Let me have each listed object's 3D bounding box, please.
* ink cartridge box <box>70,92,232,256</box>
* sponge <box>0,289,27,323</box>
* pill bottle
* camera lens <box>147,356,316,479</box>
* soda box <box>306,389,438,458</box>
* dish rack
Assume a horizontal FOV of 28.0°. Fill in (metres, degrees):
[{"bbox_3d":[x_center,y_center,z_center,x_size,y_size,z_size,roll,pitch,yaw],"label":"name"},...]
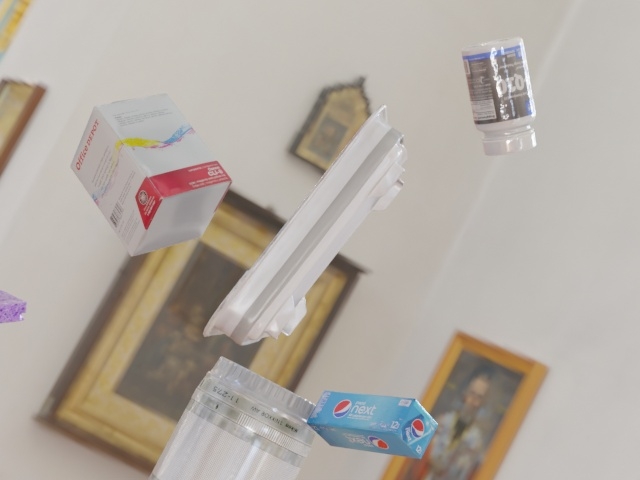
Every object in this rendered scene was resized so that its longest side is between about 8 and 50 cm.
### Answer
[{"bbox_3d":[-0.235,-0.093,1.761,0.127,0.128,0.176,-18,62,-41],"label":"ink cartridge box"},{"bbox_3d":[-0.492,0.078,1.624,0.117,0.031,0.210,23,16,39],"label":"sponge"},{"bbox_3d":[0.223,-0.178,1.585,0.078,0.137,0.078,-12,10,2],"label":"pill bottle"},{"bbox_3d":[-0.144,0.360,2.151,0.219,0.274,0.219,27,-8,4],"label":"camera lens"},{"bbox_3d":[0.079,0.289,2.026,0.210,0.067,0.071,-1,-41,49],"label":"soda box"},{"bbox_3d":[0.000,0.000,1.536,0.072,0.333,0.285,37,0,5],"label":"dish rack"}]
